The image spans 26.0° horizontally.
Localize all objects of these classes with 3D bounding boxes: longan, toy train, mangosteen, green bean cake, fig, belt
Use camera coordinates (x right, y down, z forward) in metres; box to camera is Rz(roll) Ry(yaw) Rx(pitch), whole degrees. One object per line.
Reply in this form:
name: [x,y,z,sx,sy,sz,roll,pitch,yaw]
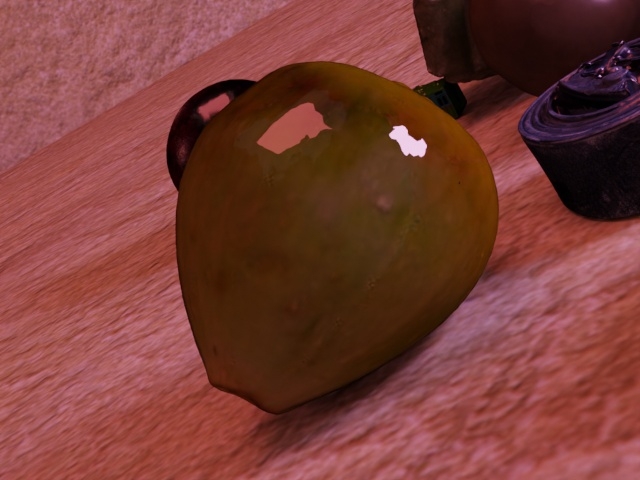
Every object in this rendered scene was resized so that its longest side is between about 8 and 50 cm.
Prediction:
longan: [0.212,-0.202,1.186,0.189,0.189,0.189,-27,16,8]
toy train: [0.049,-0.115,1.440,0.209,0.042,0.044,-21,17,27]
mangosteen: [-0.087,-0.096,1.424,0.152,0.152,0.152,-27,16,8]
green bean cake: [0.186,-0.222,1.374,0.183,0.094,0.185,-12,16,5]
fig: [-0.004,-0.009,0.907,0.230,0.207,0.207,-33,16,-16]
belt: [0.218,-0.086,0.968,0.141,0.082,0.190,-36,14,-1]
